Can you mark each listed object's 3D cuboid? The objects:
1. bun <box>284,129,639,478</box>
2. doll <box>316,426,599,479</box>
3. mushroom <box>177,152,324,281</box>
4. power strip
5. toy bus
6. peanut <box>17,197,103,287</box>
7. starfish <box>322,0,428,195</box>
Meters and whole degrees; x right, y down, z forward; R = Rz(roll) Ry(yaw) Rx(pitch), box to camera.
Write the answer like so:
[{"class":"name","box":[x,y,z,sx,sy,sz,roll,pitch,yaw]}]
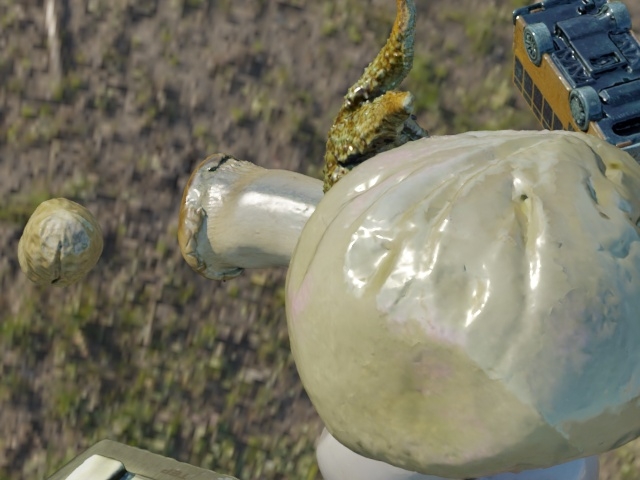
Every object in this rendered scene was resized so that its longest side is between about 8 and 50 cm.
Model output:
[{"class":"bun","box":[0.081,0.013,0.789,0.178,0.128,0.193,3,18,45]},{"class":"doll","box":[0.117,0.148,1.411,0.221,0.251,0.221,2,73,-7]},{"class":"mushroom","box":[0.000,0.000,1.212,0.209,0.071,0.084,14,61,31]},{"class":"power strip","box":[-0.204,0.313,1.874,0.251,0.092,0.257,18,40,32]},{"class":"toy bus","box":[0.226,-0.109,1.507,0.091,0.103,0.182,-16,48,-13]},{"class":"peanut","box":[-0.246,0.002,1.760,0.080,0.174,0.080,2,82,-16]},{"class":"starfish","box":[0.025,-0.034,1.080,0.053,0.208,0.176,12,61,6]}]
